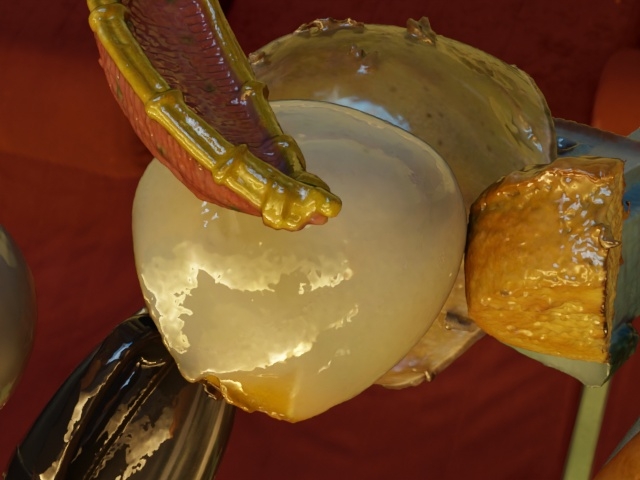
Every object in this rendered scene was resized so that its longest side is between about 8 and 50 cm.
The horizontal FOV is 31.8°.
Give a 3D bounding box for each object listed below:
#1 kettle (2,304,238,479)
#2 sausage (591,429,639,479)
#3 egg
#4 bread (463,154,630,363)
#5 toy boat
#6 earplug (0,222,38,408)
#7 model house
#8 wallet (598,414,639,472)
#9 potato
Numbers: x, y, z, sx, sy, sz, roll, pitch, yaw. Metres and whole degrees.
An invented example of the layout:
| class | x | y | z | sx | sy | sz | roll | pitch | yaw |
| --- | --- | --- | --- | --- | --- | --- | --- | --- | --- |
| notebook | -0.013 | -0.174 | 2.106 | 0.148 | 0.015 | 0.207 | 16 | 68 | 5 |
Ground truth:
| class | x | y | z | sx | sy | sz | roll | pitch | yaw |
| --- | --- | --- | --- | --- | --- | --- | --- | --- | --- |
| kettle | -0.193 | 0.171 | 1.164 | 0.250 | 0.271 | 0.207 | 29 | -177 | -39 |
| sausage | 0.300 | 0.233 | 1.005 | 0.109 | 0.109 | 0.270 | 31 | 120 | -6 |
| egg | -0.001 | -0.005 | 0.891 | 0.174 | 0.286 | 0.264 | -27 | 83 | 47 |
| bread | 0.188 | 0.019 | 0.936 | 0.139 | 0.143 | 0.229 | -1 | 155 | 14 |
| toy boat | -0.082 | -0.116 | 0.736 | 0.141 | 0.318 | 0.099 | 10 | 135 | -46 |
| earplug | -0.473 | 0.112 | 1.131 | 0.312 | 0.394 | 0.313 | 13 | 122 | 22 |
| model house | 0.337 | -0.039 | 1.434 | 0.295 | 0.329 | 0.252 | 23 | 138 | 44 |
| wallet | 0.455 | 0.212 | 1.088 | 0.290 | 0.251 | 0.054 | 35 | 171 | 14 |
| potato | 0.005 | -0.054 | 1.255 | 0.319 | 0.386 | 0.442 | 21 | 146 | -24 |
